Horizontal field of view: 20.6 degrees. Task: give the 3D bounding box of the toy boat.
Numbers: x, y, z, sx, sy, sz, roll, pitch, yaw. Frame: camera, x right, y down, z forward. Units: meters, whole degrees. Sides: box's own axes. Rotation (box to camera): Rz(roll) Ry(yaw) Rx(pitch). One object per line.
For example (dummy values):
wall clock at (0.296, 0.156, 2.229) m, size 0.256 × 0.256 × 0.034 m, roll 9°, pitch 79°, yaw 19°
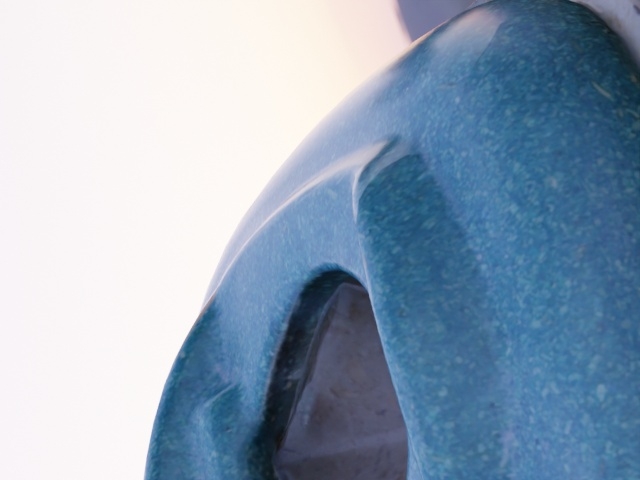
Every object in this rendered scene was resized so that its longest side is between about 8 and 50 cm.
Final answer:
toy boat at (0.000, 0.000, 0.450) m, size 0.267 × 0.148 × 0.318 m, roll 124°, pitch 137°, yaw -51°
